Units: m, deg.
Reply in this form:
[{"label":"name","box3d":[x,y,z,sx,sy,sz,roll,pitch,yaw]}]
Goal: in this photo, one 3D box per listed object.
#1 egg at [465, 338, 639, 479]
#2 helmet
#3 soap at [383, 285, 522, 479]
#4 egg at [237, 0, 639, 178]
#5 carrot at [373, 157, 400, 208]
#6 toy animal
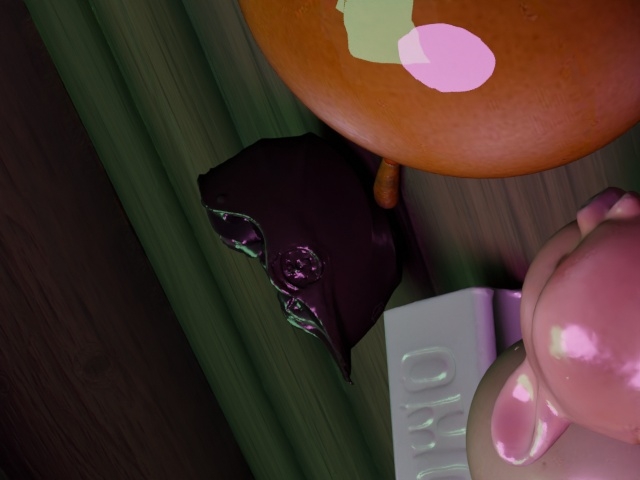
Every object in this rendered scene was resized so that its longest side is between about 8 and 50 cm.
[{"label":"egg","box3d":[0.242,0.190,1.352,0.269,0.219,0.219,-119,7,-52]},{"label":"helmet","box3d":[0.000,0.000,1.815,0.305,0.177,0.225,48,172,8]},{"label":"soap","box3d":[0.149,0.189,1.578,0.160,0.088,0.265,-18,71,51]},{"label":"egg","box3d":[0.087,-0.186,0.967,0.351,0.283,0.282,40,157,58]},{"label":"carrot","box3d":[0.076,-0.067,1.726,0.032,0.032,0.093,51,161,23]},{"label":"toy animal","box3d":[0.285,0.103,1.108,0.326,0.237,0.269,58,154,-11]}]
